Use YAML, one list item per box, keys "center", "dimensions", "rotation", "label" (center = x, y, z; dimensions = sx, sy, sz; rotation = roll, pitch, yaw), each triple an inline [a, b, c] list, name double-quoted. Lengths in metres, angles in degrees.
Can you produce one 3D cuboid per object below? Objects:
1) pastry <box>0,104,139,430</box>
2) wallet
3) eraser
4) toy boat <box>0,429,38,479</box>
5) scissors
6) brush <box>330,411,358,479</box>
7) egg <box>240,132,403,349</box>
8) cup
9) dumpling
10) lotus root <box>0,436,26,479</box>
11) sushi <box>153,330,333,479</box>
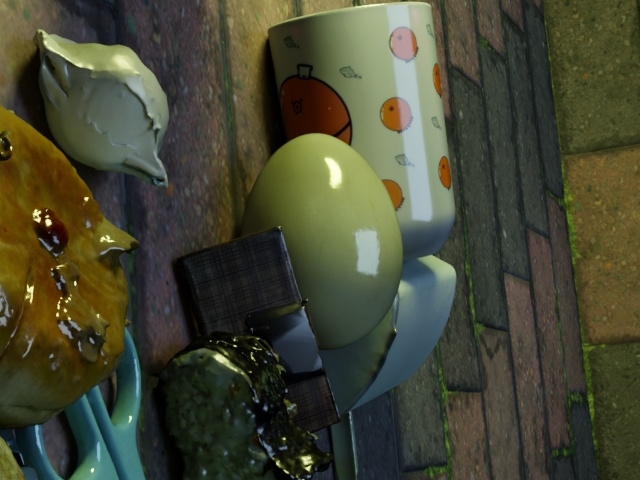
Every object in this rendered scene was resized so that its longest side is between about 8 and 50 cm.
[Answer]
- center: [-0.230, 0.020, 0.999]
  dimensions: [0.236, 0.120, 0.257]
  rotation: [63, 17, -13]
  label: "pastry"
- center: [-0.064, 0.108, 1.431]
  dimensions: [0.042, 0.124, 0.230]
  rotation: [-164, -124, -78]
  label: "wallet"
- center: [0.084, 0.118, 1.766]
  dimensions: [0.290, 0.104, 0.189]
  rotation: [-10, 121, -69]
  label: "eraser"
- center: [-0.251, 0.180, 1.026]
  dimensions: [0.055, 0.060, 0.141]
  rotation: [-19, 96, -67]
  label: "toy boat"
- center: [-0.168, 0.283, 1.232]
  dimensions: [0.192, 0.029, 0.447]
  rotation: [-59, 139, -58]
  label: "scissors"
- center: [0.035, 0.301, 1.736]
  dimensions: [0.030, 0.033, 0.179]
  rotation: [28, 55, -81]
  label: "brush"
- center: [0.000, 0.000, 1.543]
  dimensions: [0.188, 0.188, 0.254]
  rotation: [18, 66, -66]
  label: "egg"
- center: [0.061, -0.131, 1.719]
  dimensions: [0.212, 0.212, 0.317]
  rotation: [-16, 97, -69]
  label: "cup"
- center: [-0.197, -0.129, 1.231]
  dimensions: [0.188, 0.108, 0.127]
  rotation: [49, 11, -27]
  label: "dumpling"
- center: [-0.254, 0.227, 0.848]
  dimensions: [0.175, 0.175, 0.350]
  rotation: [-2, 77, -69]
  label: "lotus root"
- center: [-0.073, 0.194, 1.347]
  dimensions: [0.115, 0.147, 0.213]
  rotation: [-22, 95, -64]
  label: "sushi"
